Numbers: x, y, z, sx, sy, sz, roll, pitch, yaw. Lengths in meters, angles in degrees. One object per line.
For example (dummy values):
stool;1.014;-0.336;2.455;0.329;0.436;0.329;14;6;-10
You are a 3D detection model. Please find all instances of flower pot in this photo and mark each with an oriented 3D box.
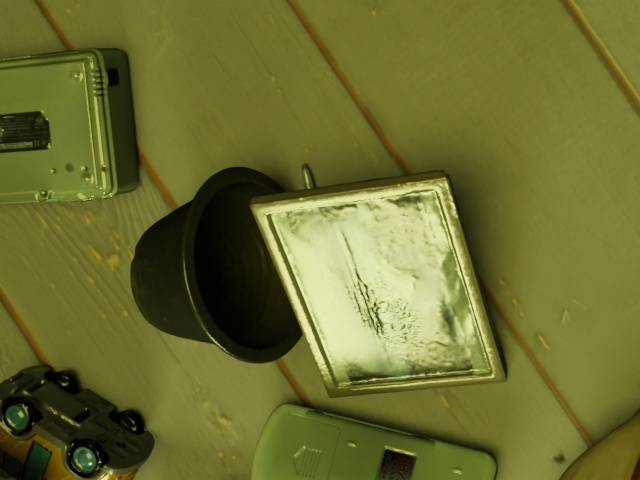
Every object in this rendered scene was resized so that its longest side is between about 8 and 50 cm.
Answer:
flower pot;-0.131;0.037;1.679;0.148;0.235;0.235;-9;95;39

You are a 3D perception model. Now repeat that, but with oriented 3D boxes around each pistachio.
pistachio;0.338;0.297;1.587;0.144;0.144;0.215;33;98;11

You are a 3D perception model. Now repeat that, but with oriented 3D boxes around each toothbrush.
toothbrush;0.000;0.000;1.718;0.013;0.019;0.193;-11;92;19

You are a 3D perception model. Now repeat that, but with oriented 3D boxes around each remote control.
remote control;0.060;0.295;1.701;0.296;0.056;0.140;12;76;16

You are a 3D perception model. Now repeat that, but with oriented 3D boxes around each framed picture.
framed picture;0.075;0.059;1.616;0.232;0.024;0.315;-8;126;18

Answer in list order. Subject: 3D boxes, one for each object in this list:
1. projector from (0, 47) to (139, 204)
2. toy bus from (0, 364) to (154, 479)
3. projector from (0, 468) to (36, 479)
projector;-0.370;-0.139;1.773;0.256;0.099;0.192;-3;97;18
toy bus;-0.331;0.269;1.804;0.209;0.126;0.136;29;113;11
projector;-0.422;0.347;1.783;0.193;0.269;0.088;29;65;15
